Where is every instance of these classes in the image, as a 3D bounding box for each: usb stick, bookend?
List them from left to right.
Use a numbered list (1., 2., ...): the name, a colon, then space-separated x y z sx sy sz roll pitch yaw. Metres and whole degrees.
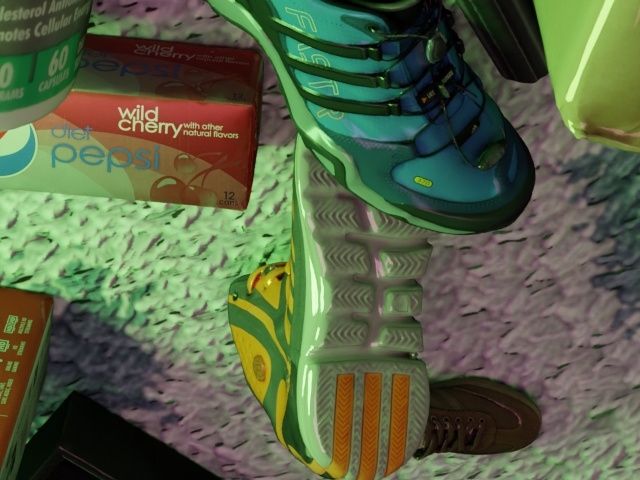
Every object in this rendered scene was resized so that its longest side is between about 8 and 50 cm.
1. bookend: -0.180 0.226 1.397 0.156 0.072 0.157 34 118 -18
2. usb stick: 0.099 -0.162 1.045 0.045 0.278 0.077 -15 75 13

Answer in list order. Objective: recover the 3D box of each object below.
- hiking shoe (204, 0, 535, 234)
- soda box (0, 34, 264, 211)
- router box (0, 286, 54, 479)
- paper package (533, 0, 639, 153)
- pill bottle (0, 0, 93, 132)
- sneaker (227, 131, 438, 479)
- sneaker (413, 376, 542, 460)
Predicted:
1. hiking shoe: 0.034 -0.113 1.061 0.304 0.132 0.113 44 69 -19
2. soda box: -0.173 -0.087 1.189 0.263 0.092 0.083 5 121 0
3. router box: -0.361 0.140 1.196 0.301 0.335 0.082 9 123 -3
4. paper package: 0.238 -0.249 0.940 0.168 0.309 0.325 13 122 -8
5. pill bottle: -0.213 -0.259 1.017 0.204 0.204 0.361 13 123 -5
6. sneaker: 0.000 0.000 1.221 0.124 0.180 0.321 9 90 -25
7. sneaker: 0.076 0.144 1.334 0.188 0.071 0.066 8 122 -2
